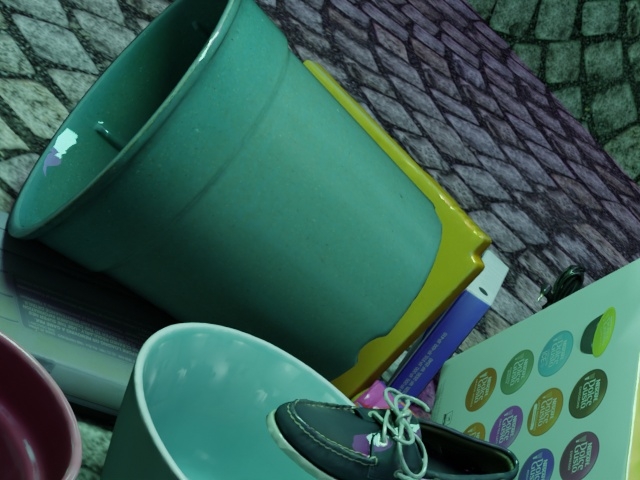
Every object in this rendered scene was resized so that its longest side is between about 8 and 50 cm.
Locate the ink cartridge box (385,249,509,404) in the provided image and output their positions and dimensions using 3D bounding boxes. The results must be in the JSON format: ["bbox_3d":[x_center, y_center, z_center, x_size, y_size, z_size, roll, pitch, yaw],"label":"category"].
[{"bbox_3d":[0.140,0.125,1.823,0.045,0.206,0.208,38,23,5],"label":"ink cartridge box"}]

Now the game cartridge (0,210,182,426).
[{"bbox_3d":[-0.233,0.087,1.508,0.355,0.068,0.230,24,30,-34],"label":"game cartridge"}]

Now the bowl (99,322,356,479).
[{"bbox_3d":[-0.072,0.238,1.326,0.312,0.163,0.311,32,22,-15],"label":"bowl"}]

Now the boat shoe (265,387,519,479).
[{"bbox_3d":[0.069,0.184,1.329,0.255,0.079,0.095,26,29,-28],"label":"boat shoe"}]

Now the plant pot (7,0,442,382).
[{"bbox_3d":[-0.077,-0.041,1.533,0.334,0.341,0.341,39,21,-20],"label":"plant pot"}]

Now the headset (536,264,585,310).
[{"bbox_3d":[0.417,0.189,1.892,0.394,0.185,0.243,34,14,39],"label":"headset"}]

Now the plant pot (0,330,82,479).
[{"bbox_3d":[-0.301,0.169,1.074,0.201,0.180,0.201,33,23,-16],"label":"plant pot"}]

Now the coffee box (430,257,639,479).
[{"bbox_3d":[0.316,0.277,1.475,0.338,0.334,0.337,30,54,-21],"label":"coffee box"}]

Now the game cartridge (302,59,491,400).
[{"bbox_3d":[0.000,0.000,1.740,0.323,0.285,0.053,47,11,18],"label":"game cartridge"}]

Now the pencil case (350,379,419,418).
[{"bbox_3d":[0.111,0.265,1.659,0.236,0.104,0.104,46,23,11],"label":"pencil case"}]
